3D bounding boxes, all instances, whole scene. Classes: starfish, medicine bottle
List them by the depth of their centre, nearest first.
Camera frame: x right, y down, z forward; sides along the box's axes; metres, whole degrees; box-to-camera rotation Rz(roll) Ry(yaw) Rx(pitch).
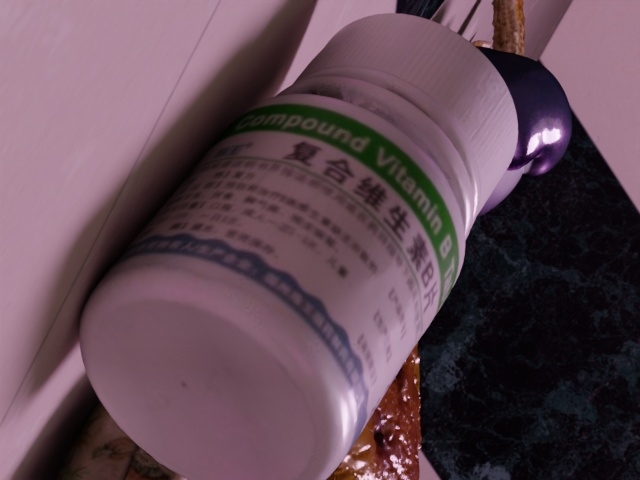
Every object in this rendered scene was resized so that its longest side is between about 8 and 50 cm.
[{"bbox_3d":[0.000,0.000,0.930,0.237,0.139,0.139,-52,171,-42],"label":"medicine bottle"},{"bbox_3d":[0.128,-0.102,1.806,0.327,0.094,0.375,-59,180,-17],"label":"starfish"}]

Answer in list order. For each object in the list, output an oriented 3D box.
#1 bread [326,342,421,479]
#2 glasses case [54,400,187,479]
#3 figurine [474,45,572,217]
[{"bbox_3d":[0.024,0.040,1.146,0.139,0.077,0.271,64,29,-52],"label":"bread"},{"bbox_3d":[-0.067,0.118,1.167,0.425,0.098,0.156,-40,150,-74],"label":"glasses case"},{"bbox_3d":[0.111,-0.065,1.585,0.145,0.145,0.222,-53,177,-47],"label":"figurine"}]
